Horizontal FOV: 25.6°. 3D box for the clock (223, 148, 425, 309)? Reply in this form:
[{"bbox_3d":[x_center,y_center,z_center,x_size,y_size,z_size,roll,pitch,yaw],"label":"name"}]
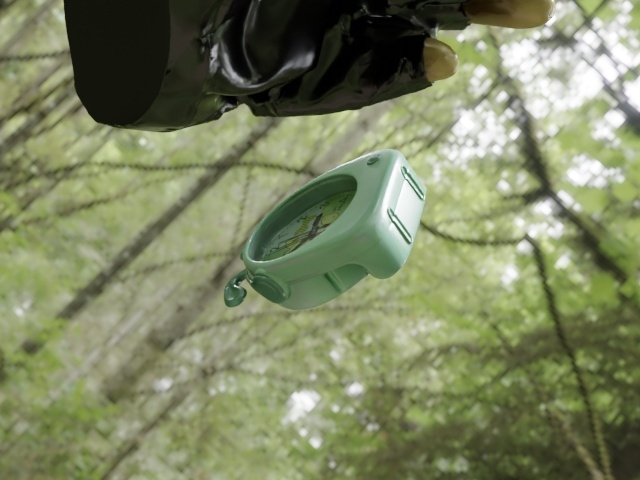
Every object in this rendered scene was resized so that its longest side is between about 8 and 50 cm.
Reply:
[{"bbox_3d":[-0.001,-0.001,1.247,0.188,0.148,0.060,-23,-63,30],"label":"clock"}]

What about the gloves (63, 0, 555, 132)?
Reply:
[{"bbox_3d":[0.015,-0.119,0.538,0.124,0.203,0.164,51,-35,28],"label":"gloves"}]
